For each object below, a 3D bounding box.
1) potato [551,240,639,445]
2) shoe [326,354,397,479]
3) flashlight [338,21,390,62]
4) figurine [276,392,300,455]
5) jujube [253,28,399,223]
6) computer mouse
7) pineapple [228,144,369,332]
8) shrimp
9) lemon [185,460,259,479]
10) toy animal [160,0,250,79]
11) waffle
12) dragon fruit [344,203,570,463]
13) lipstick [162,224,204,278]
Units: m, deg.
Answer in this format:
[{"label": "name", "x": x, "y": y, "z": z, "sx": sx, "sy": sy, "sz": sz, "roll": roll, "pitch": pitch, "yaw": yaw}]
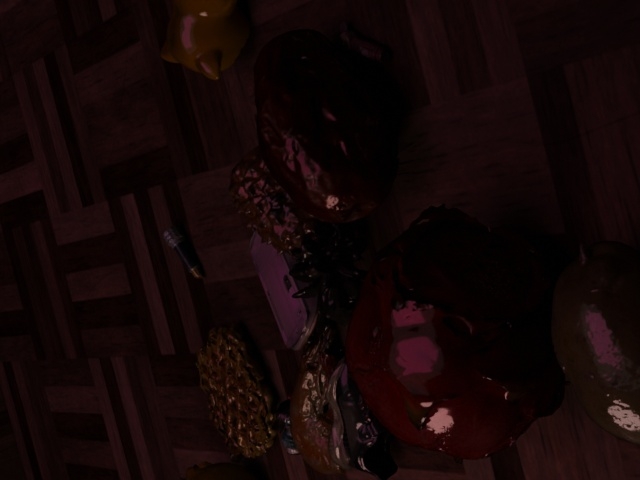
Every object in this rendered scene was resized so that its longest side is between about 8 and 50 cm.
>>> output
[{"label": "potato", "x": 0.349, "y": 0.112, "z": 1.532, "sx": 0.174, "sy": 0.159, "sz": 0.251, "roll": -25, "pitch": 98, "yaw": 31}, {"label": "shoe", "x": 0.075, "y": 0.273, "z": 2.087, "sx": 0.112, "sy": 0.099, "sz": 0.228, "roll": 31, "pitch": 133, "yaw": 38}, {"label": "flashlight", "x": 0.057, "y": -0.274, "z": 1.919, "sx": 0.110, "sy": 0.031, "sz": 0.052, "roll": 31, "pitch": 128, "yaw": 47}, {"label": "figurine", "x": -0.049, "y": 0.319, "z": 2.339, "sx": 0.047, "sy": 0.060, "sz": 0.106, "roll": 7, "pitch": 124, "yaw": 18}, {"label": "jujube", "x": 0.001, "y": -0.161, "z": 1.915, "sx": 0.290, "sy": 0.197, "sz": 0.197, "roll": 65, "pitch": 148, "yaw": 25}, {"label": "computer mouse", "x": -0.051, "y": 0.065, "z": 2.196, "sx": 0.126, "sy": 0.056, "sz": 0.245, "roll": -63, "pitch": 37, "yaw": 40}, {"label": "pineapple", "x": 0.000, "y": 0.000, "z": 2.027, "sx": 0.340, "sy": 0.169, "sz": 0.169, "roll": 54, "pitch": 143, "yaw": 19}, {"label": "shrimp", "x": 0.010, "y": 0.256, "z": 2.212, "sx": 0.154, "sy": 0.062, "sz": 0.294, "roll": 22, "pitch": 125, "yaw": 37}, {"label": "lemon", "x": -0.178, "y": 0.500, "z": 2.496, "sx": 0.206, "sy": 0.173, "sz": 0.173, "roll": 56, "pitch": 146, "yaw": 4}, {"label": "toy animal", "x": -0.187, "y": -0.376, "z": 2.152, "sx": 0.156, "sy": 0.156, "sz": 0.230, "roll": 33, "pitch": 126, "yaw": 47}, {"label": "waffle", "x": -0.155, "y": 0.279, "z": 2.477, "sx": 0.254, "sy": 0.052, "sz": 0.245, "roll": 63, "pitch": 148, "yaw": 18}, {"label": "dragon fruit", "x": 0.172, "y": 0.121, "z": 1.693, "sx": 0.296, "sy": 0.295, "sz": 0.302, "roll": 52, "pitch": 161, "yaw": 31}, {"label": "lipstick", "x": -0.253, "y": 0.027, "z": 2.531, "sx": 0.116, "sy": 0.037, "sz": 0.037, "roll": 57, "pitch": 145, "yaw": 17}]
